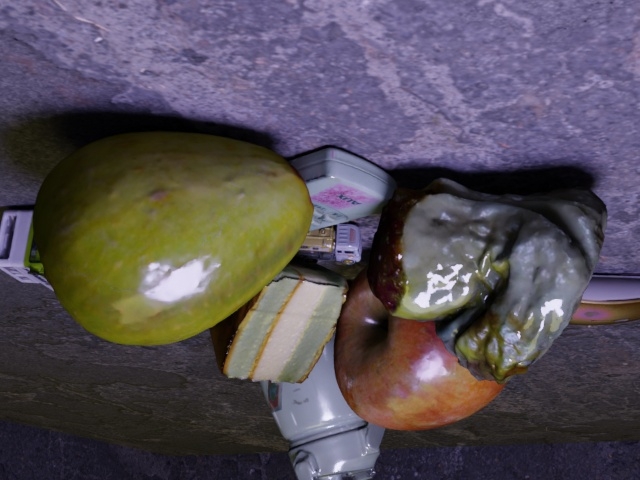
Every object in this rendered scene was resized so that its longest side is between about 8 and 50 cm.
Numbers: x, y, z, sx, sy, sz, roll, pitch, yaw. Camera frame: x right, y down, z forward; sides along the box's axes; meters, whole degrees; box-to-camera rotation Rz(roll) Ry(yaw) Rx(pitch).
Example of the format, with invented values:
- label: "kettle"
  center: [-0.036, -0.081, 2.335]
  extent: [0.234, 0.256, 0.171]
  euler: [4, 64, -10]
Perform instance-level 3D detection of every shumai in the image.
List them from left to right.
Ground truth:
- label: "shumai"
  center: [0.198, 0.015, 1.306]
  extent: [0.263, 0.304, 0.309]
  euler: [27, 130, 0]

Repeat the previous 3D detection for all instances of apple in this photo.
- label: "apple"
  center: [0.174, 0.155, 1.562]
  extent: [0.302, 0.301, 0.301]
  euler: [2, 161, 1]

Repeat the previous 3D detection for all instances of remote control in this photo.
- label: "remote control"
  center: [-0.064, -0.048, 1.361]
  extent: [0.344, 0.050, 0.145]
  euler: [-14, 155, 40]

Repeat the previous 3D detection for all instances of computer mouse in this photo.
- label: "computer mouse"
  center: [0.467, 0.103, 1.704]
  extent: [0.310, 0.071, 0.158]
  euler: [1, 163, 1]

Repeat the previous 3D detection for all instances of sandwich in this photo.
- label: "sandwich"
  center: [-0.073, 0.073, 1.537]
  extent: [0.155, 0.198, 0.227]
  euler: [9, 130, -24]

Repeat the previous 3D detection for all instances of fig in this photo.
- label: "fig"
  center: [-0.169, -0.013, 1.185]
  extent: [0.326, 0.258, 0.258]
  euler: [-15, 160, 0]

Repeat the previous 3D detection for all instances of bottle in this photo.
- label: "bottle"
  center: [0.011, 0.296, 1.838]
  extent: [0.229, 0.351, 0.229]
  euler: [-17, 166, -4]

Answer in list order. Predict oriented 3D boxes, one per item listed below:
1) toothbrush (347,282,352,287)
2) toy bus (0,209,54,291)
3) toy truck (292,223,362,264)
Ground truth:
- label: "toothbrush"
  center: [0.164, 0.136, 1.878]
  extent: [0.041, 0.041, 0.364]
  euler: [-16, 153, 42]
- label: "toy bus"
  center: [-0.381, 0.040, 1.568]
  extent: [0.139, 0.113, 0.301]
  euler: [3, 162, 10]
- label: "toy truck"
  center: [0.000, 0.000, 1.487]
  extent: [0.123, 0.052, 0.063]
  euler: [3, 155, 3]
